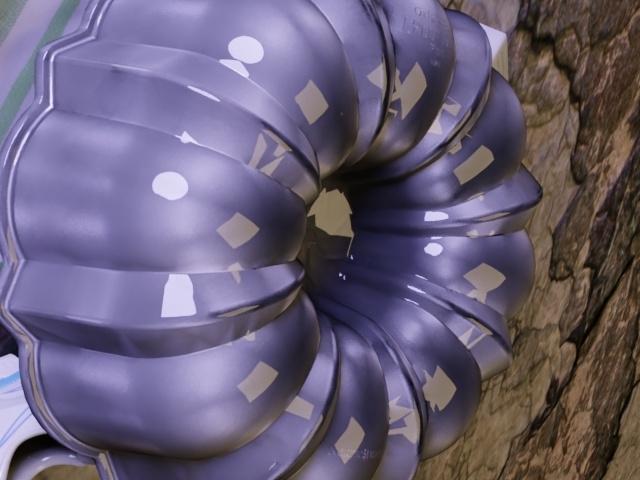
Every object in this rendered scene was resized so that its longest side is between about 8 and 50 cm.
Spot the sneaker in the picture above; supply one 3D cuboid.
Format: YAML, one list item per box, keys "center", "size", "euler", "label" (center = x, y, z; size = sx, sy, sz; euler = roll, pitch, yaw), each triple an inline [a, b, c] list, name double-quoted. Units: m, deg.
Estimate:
- center: [-0.123, 0.080, 0.697]
  size: [0.190, 0.083, 0.071]
  euler: [-40, 146, -15]
  label: "sneaker"

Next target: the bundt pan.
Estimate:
- center: [0.000, 0.000, 0.667]
  size: [0.331, 0.124, 0.331]
  euler: [-9, 103, -42]
  label: "bundt pan"

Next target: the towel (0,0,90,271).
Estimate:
- center: [-0.102, -0.076, 0.710]
  size: [0.248, 0.038, 0.325]
  euler: [-63, 151, -5]
  label: "towel"

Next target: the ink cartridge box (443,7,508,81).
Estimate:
- center: [0.055, -0.050, 0.908]
  size: [0.203, 0.086, 0.148]
  euler: [-62, 164, -11]
  label: "ink cartridge box"
